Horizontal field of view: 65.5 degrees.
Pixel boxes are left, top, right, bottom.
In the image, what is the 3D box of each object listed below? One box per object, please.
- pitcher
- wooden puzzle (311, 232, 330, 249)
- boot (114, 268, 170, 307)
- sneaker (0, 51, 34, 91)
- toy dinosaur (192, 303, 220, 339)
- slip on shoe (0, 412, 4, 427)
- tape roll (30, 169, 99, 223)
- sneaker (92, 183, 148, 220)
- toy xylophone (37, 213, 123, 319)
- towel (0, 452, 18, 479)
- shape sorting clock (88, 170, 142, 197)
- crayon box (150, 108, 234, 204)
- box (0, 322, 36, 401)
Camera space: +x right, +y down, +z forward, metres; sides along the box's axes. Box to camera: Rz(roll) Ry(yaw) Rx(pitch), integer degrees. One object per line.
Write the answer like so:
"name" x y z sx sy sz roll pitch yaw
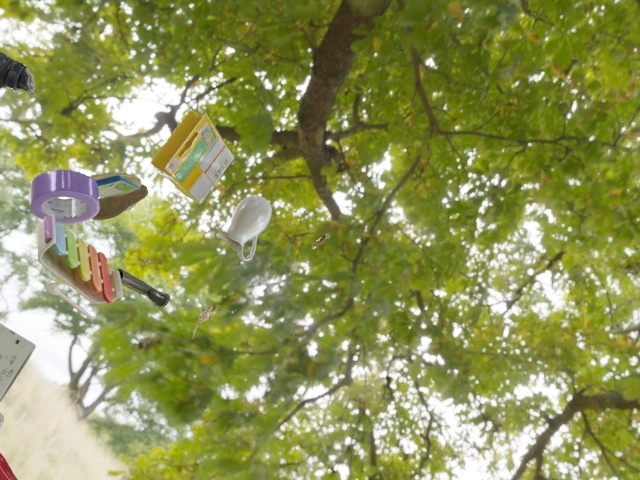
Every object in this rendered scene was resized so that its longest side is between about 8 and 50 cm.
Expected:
"pitcher" -0.254 -0.045 1.780 0.126 0.207 0.177 13 -33 34
"wooden puzzle" 0.000 0.000 1.770 0.014 0.079 0.116 53 6 -8
"boot" -0.760 0.200 2.117 0.190 0.076 0.208 10 -30 38
"sneaker" -1.084 -0.518 1.700 0.164 0.226 0.086 25 16 -28
"toy dinosaur" -0.485 0.318 2.068 0.053 0.183 0.092 40 11 -6
"slip on shoe" -0.729 0.361 1.050 0.136 0.051 0.041 22 -11 25
"tape roll" -0.781 -0.130 1.525 0.189 0.080 0.189 -12 -26 -6
"sneaker" -0.899 -0.155 2.174 0.153 0.282 0.099 -13 -72 50
"toy xylophone" -0.683 0.086 1.409 0.236 0.081 0.322 60 -2 32
"towel" -0.897 0.704 1.261 0.199 0.275 0.031 28 -26 30
"shape sorting clock" -0.722 -0.193 1.707 0.206 0.206 0.040 -22 -102 52
"crayon box" -0.391 -0.258 1.527 0.083 0.203 0.323 32 -9 10
"box" -0.609 0.219 0.801 0.232 0.126 0.148 -31 -59 27
